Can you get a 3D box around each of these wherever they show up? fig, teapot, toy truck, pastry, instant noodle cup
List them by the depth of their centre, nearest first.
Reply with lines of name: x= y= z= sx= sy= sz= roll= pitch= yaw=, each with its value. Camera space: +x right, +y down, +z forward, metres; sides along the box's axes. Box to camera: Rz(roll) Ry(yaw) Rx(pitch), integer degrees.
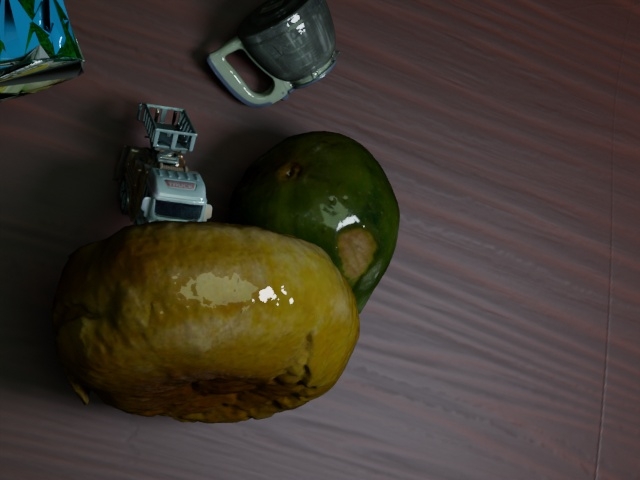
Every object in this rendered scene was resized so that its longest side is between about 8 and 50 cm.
instant noodle cup: x=-0.380 y=-0.244 z=1.672 sx=0.240 sy=0.240 sz=0.178 roll=-14 pitch=90 yaw=-19
pastry: x=-0.127 y=0.094 z=1.681 sx=0.356 sy=0.356 sz=0.163 roll=10 pitch=65 yaw=-18
toy truck: x=-0.171 y=-0.066 z=1.746 sx=0.080 sy=0.177 sz=0.115 roll=7 pitch=114 yaw=-19
fig: x=0.000 y=0.000 z=1.831 sx=0.195 sy=0.195 sz=0.245 roll=-27 pitch=127 yaw=-19
teapot: x=-0.042 y=-0.223 z=1.851 sx=0.149 sy=0.111 sz=0.108 roll=-42 pitch=115 yaw=-22
